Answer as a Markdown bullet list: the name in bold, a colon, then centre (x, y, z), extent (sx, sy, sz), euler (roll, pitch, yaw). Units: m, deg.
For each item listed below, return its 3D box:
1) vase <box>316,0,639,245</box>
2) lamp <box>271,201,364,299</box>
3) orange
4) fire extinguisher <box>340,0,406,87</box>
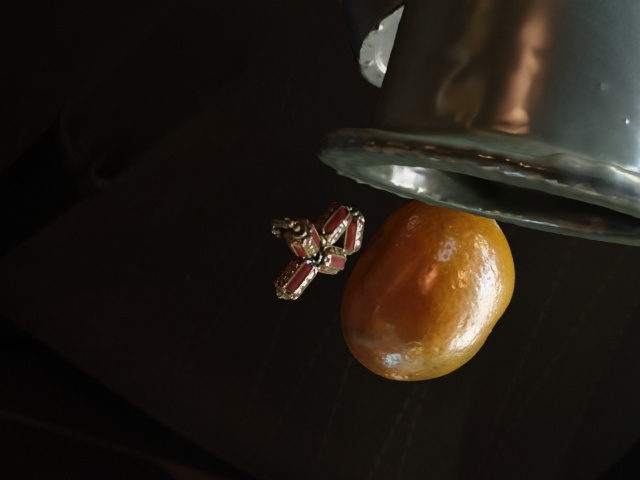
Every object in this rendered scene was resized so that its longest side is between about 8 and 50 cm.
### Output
- **vase**: centre (0.143, -0.159, 0.619), extent (0.245, 0.245, 0.291), euler (12, 86, -7)
- **lamp**: centre (0.000, 0.000, 0.683), extent (0.031, 0.083, 0.063), euler (30, 127, 30)
- **orange**: centre (0.132, 0.060, 1.227), extent (0.171, 0.240, 0.240), euler (35, 107, -12)
- **fire extinguisher**: centre (0.069, -0.317, 0.865), extent (0.200, 0.376, 0.113), euler (-26, 148, 16)
